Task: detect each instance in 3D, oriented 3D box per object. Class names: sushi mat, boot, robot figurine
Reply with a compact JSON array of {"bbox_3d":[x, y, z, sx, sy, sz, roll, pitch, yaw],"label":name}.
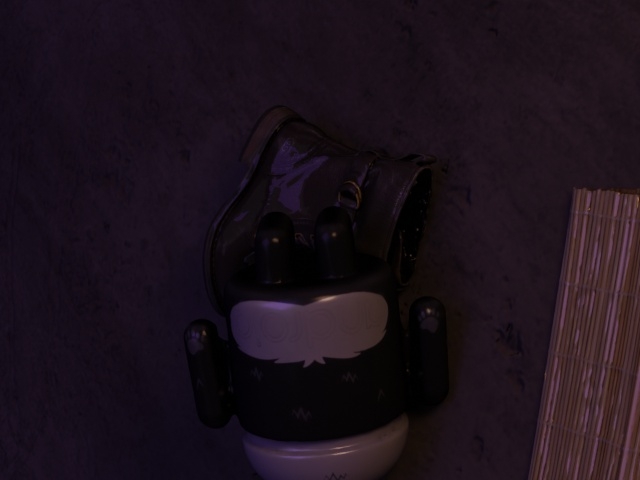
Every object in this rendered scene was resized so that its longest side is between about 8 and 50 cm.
[{"bbox_3d":[0.252,0.108,1.611,0.151,0.019,0.317,7,88,59],"label":"sushi mat"},{"bbox_3d":[0.000,0.000,1.859,0.229,0.091,0.263,29,111,36],"label":"boot"},{"bbox_3d":[-0.003,0.111,1.750,0.209,0.173,0.278,5,107,41],"label":"robot figurine"}]
